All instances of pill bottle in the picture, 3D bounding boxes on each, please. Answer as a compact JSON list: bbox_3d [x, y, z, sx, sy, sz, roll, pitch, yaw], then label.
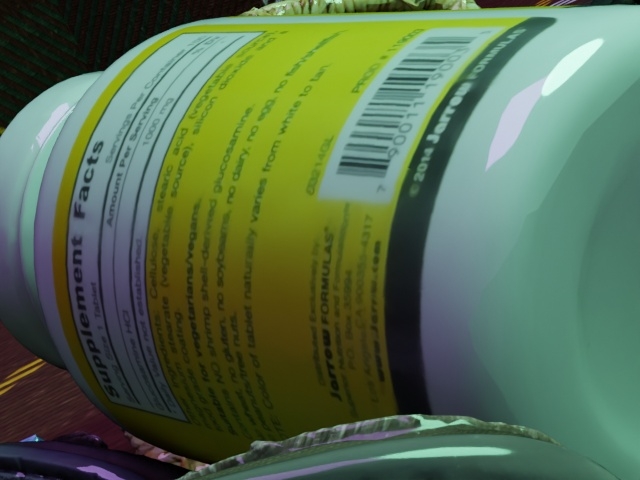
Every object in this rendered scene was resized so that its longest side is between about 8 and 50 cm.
[{"bbox_3d":[0.009,0.005,0.671,0.188,0.188,0.334,-33,25,-34],"label":"pill bottle"}]

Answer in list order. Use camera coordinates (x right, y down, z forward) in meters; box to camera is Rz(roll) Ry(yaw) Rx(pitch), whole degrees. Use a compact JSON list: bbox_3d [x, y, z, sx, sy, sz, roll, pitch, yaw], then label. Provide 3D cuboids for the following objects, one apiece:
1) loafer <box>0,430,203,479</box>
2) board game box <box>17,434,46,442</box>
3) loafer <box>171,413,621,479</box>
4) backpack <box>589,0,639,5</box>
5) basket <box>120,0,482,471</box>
[{"bbox_3d":[-0.138,0.137,0.787,0.302,0.109,0.095,-21,7,42],"label":"loafer"},{"bbox_3d":[-0.175,0.142,0.942,0.090,0.020,0.090,-25,-26,5],"label":"board game box"},{"bbox_3d":[-0.065,0.133,0.522,0.366,0.134,0.130,-22,11,20],"label":"loafer"},{"bbox_3d":[0.243,-0.113,0.755,0.263,0.213,0.276,-30,-16,-40],"label":"backpack"},{"bbox_3d":[-0.014,-0.023,0.970,0.299,0.213,0.223,-28,9,-9],"label":"basket"}]
